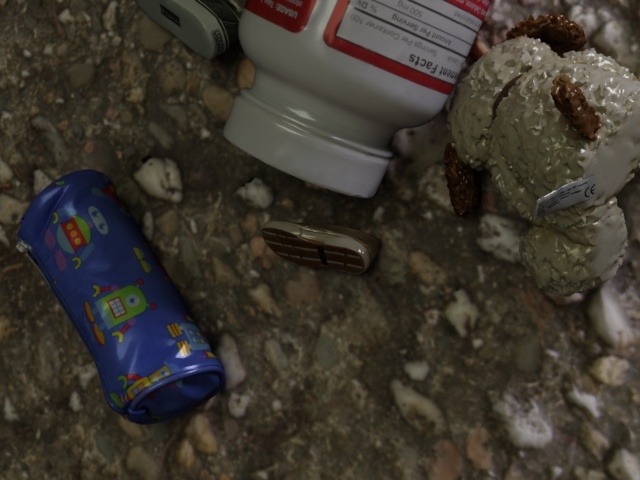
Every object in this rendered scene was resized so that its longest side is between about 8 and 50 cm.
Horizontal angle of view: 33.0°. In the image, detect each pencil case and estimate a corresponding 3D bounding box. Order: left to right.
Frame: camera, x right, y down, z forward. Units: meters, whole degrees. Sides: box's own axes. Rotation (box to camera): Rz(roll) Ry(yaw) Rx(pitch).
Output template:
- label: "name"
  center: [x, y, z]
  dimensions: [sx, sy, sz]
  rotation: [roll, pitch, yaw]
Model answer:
- label: "pencil case"
  center: [-0.229, 0.063, 1.201]
  dimensions: [0.133, 0.119, 0.306]
  rotation: [-28, 66, -17]

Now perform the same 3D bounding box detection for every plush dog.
- label: "plush dog"
  center: [0.211, -0.111, 1.045]
  dimensions: [0.262, 0.210, 0.225]
  rotation: [-56, 39, 0]

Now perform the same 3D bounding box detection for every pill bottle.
- label: "pill bottle"
  center: [0.056, -0.260, 1.084]
  dimensions: [0.229, 0.229, 0.408]
  rotation: [29, 103, 25]

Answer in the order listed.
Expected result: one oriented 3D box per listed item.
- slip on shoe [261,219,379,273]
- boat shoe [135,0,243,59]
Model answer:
- label: "slip on shoe"
  center: [0.000, 0.000, 1.170]
  dimensions: [0.135, 0.051, 0.041]
  rotation: [10, 42, 31]
- label: "boat shoe"
  center: [-0.164, -0.293, 1.289]
  dimensions: [0.070, 0.078, 0.219]
  rotation: [-32, 60, -25]
